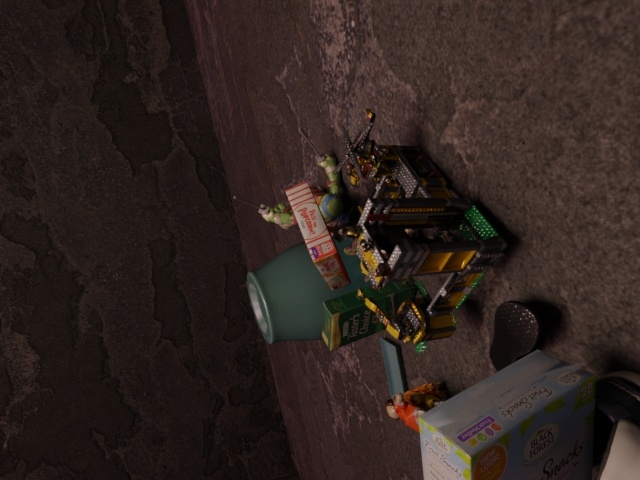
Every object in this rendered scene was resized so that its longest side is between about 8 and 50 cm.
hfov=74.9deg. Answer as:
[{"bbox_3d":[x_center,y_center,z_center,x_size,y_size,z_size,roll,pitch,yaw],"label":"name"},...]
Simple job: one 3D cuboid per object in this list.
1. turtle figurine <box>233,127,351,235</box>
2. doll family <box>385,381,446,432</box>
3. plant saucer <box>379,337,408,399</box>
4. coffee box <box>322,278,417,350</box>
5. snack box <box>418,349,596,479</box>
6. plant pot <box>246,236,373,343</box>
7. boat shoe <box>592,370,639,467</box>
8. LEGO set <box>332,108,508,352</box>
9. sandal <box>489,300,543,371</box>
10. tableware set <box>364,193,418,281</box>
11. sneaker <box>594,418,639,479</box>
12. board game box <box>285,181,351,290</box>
[{"bbox_3d":[-0.053,-0.122,0.990,0.266,0.275,0.197,170,118,-74],"label":"turtle figurine"},{"bbox_3d":[0.228,0.354,0.766,0.262,0.118,0.163,58,155,-10],"label":"doll family"},{"bbox_3d":[0.177,0.319,0.968,0.067,0.018,0.191,-165,62,-67],"label":"plant saucer"},{"bbox_3d":[0.093,0.139,0.808,0.040,0.184,0.113,-124,27,-43],"label":"coffee box"},{"bbox_3d":[0.192,0.241,0.420,0.070,0.175,0.206,18,122,60],"label":"snack box"},{"bbox_3d":[-0.037,0.132,1.039,0.271,0.256,0.271,51,150,45],"label":"plant pot"},{"bbox_3d":[0.296,0.237,0.507,0.254,0.079,0.095,108,142,-56],"label":"boat shoe"},{"bbox_3d":[0.087,-0.005,0.626,0.254,0.192,0.331,117,143,-48],"label":"LEGO set"},{"bbox_3d":[0.269,0.132,0.570,0.179,0.040,0.067,76,171,-51],"label":"sandal"},{"bbox_3d":[0.134,0.000,0.812,0.194,0.039,0.128,141,123,-62],"label":"tableware set"},{"bbox_3d":[0.324,0.289,0.383,0.118,0.110,0.292,11,140,43],"label":"sneaker"},{"bbox_3d":[0.000,0.000,0.782,0.193,0.045,0.146,61,-174,-67],"label":"board game box"}]
